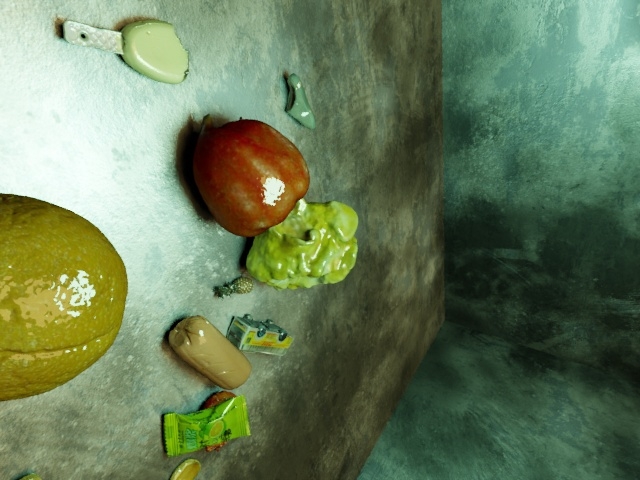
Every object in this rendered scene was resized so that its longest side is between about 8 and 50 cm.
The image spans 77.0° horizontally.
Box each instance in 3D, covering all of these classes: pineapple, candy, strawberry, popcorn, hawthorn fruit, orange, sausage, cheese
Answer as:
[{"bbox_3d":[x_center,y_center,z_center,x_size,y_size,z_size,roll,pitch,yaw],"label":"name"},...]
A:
[{"bbox_3d":[-0.262,0.144,1.216,0.124,0.058,0.058,-9,109,-54],"label":"pineapple"},{"bbox_3d":[-0.327,0.543,1.177,0.246,0.069,0.149,-7,106,-29],"label":"candy"},{"bbox_3d":[-0.326,0.560,1.267,0.121,0.082,0.188,14,96,-33],"label":"strawberry"},{"bbox_3d":[-0.052,0.002,1.281,0.333,0.293,0.293,12,59,-28],"label":"popcorn"},{"bbox_3d":[-0.180,-0.159,1.037,0.311,0.294,0.295,26,81,-52],"label":"hawthorn fruit"},{"bbox_3d":[-0.501,0.086,0.624,0.356,0.322,0.322,8,96,-38],"label":"orange"},{"bbox_3d":[-0.311,0.325,1.154,0.121,0.121,0.304,-56,140,-27],"label":"sausage"},{"bbox_3d":[-0.390,-0.405,0.831,0.255,0.050,0.127,-14,113,-53],"label":"cheese"}]

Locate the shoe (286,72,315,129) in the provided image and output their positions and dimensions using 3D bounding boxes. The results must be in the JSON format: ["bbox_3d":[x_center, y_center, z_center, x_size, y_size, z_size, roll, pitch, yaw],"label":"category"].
[{"bbox_3d":[-0.076,-0.430,1.279,0.078,0.079,0.195,-27,141,-5],"label":"shoe"}]

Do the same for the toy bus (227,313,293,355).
[{"bbox_3d":[-0.198,0.323,1.351,0.268,0.092,0.106,33,84,-55],"label":"toy bus"}]

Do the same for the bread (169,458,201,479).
[{"bbox_3d":[-0.415,0.725,1.234,0.110,0.024,0.110,-24,120,-50],"label":"bread"}]

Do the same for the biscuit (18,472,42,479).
[{"bbox_3d":[-0.634,0.621,0.869,0.158,0.035,0.241,-36,130,-41],"label":"biscuit"}]
